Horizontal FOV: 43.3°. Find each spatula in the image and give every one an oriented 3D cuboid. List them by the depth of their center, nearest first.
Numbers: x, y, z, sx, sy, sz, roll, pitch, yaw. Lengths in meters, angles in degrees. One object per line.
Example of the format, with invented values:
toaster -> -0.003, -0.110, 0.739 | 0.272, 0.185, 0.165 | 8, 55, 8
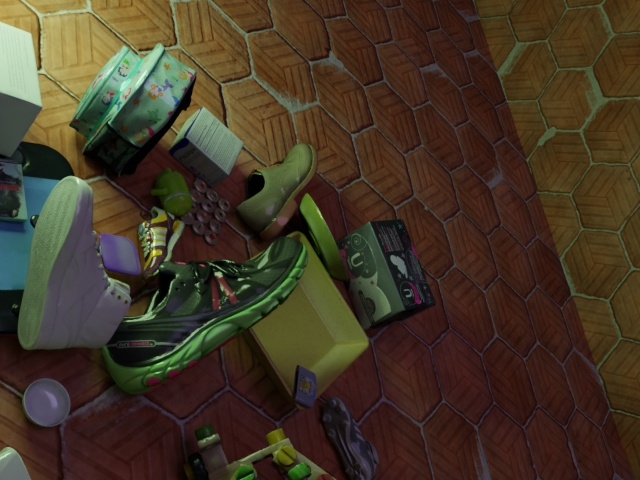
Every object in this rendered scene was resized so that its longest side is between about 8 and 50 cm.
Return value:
spatula -> -0.428, 0.001, 1.485 | 0.296, 0.030, 0.084 | 37, 35, -64

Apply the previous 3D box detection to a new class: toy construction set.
toy construction set -> -0.112, 0.434, 1.526 | 0.237, 0.257, 0.309 | 56, 10, 22

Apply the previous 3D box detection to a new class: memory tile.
memory tile -> -0.262, -0.066, 1.838 | 0.113, 0.012, 0.148 | 40, 41, -23

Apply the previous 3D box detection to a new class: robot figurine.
robot figurine -> -0.317, -0.100, 1.745 | 0.101, 0.067, 0.115 | 27, 33, -59

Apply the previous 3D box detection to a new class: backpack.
backpack -> -0.376, -0.284, 1.656 | 0.191, 0.253, 0.225 | 41, 41, -23

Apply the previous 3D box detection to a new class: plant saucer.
plant saucer -> -0.070, 0.180, 1.835 | 0.333, 0.081, 0.333 | 58, 37, -1
plant saucer -> 0.000, 0.000, 1.978 | 0.241, 0.037, 0.241 | 155, -90, -85

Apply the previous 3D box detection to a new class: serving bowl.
serving bowl -> -0.465, 0.276, 1.357 | 0.083, 0.027, 0.083 | 27, 48, -35

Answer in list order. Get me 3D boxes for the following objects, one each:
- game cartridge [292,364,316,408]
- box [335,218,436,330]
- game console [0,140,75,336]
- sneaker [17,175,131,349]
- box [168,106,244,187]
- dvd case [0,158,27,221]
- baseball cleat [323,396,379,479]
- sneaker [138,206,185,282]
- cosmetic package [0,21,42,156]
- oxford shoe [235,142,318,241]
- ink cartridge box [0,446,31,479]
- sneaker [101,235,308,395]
game cartridge -> -0.032, 0.311, 1.710 | 0.056, 0.017, 0.083 | 35, 43, -34
box -> 0.158, 0.089, 2.091 | 0.142, 0.163, 0.247 | -4, 68, -46
game console -> -0.576, -0.014, 1.405 | 0.342, 0.060, 0.386 | 9, 59, -46
sneaker -> -0.399, 0.045, 1.375 | 0.169, 0.108, 0.292 | 12, 95, -46
box -> -0.266, -0.218, 1.889 | 0.137, 0.072, 0.126 | 42, 40, -22
dvd case -> -0.566, -0.091, 1.421 | 0.087, 0.013, 0.119 | 7, 60, -42
baseball cleat -> 0.069, 0.450, 1.833 | 0.109, 0.072, 0.206 | 1, 69, -64
sneaker -> -0.345, 0.008, 1.655 | 0.084, 0.069, 0.185 | 35, 36, -17
cosmetic package -> -0.633, -0.295, 1.424 | 0.224, 0.138, 0.224 | 17, 38, -39
oxford shoe -> -0.103, -0.154, 1.995 | 0.130, 0.123, 0.348 | 40, 40, -16
ink cartridge box -> -0.547, 0.429, 0.941 | 0.395, 0.285, 0.166 | -25, 87, -53
sneaker -> -0.213, 0.100, 1.564 | 0.483, 0.185, 0.202 | -33, 88, -36
